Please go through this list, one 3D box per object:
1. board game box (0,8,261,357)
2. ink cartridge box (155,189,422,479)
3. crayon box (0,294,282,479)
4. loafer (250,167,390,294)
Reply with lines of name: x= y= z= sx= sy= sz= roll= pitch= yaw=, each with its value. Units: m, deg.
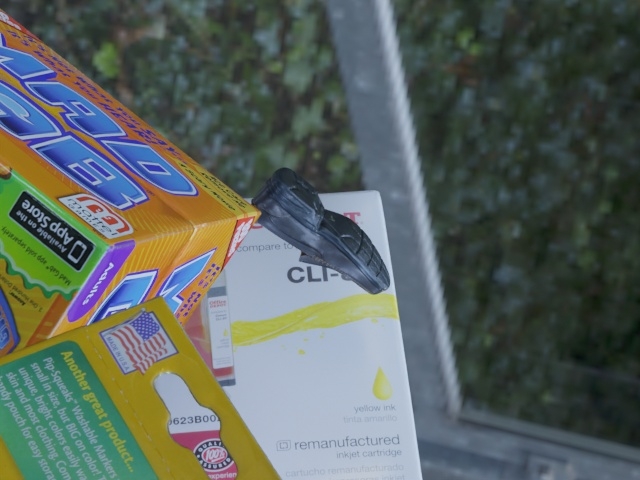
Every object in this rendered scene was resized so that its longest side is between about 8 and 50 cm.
board game box: x=-0.340 y=0.023 z=1.535 sx=0.356 sy=0.356 sz=0.356 roll=-55 pitch=169 yaw=14
ink cartridge box: x=-0.052 y=0.146 z=1.874 sx=0.160 sy=0.279 sz=0.385 roll=96 pitch=-11 yaw=-57
crayon box: x=-0.190 y=0.178 z=0.968 sx=0.323 sy=0.203 sz=0.083 roll=-22 pitch=143 yaw=-21
loafer: x=0.000 y=0.000 z=1.760 sx=0.061 sy=0.170 sz=0.062 roll=-42 pitch=-170 yaw=24
